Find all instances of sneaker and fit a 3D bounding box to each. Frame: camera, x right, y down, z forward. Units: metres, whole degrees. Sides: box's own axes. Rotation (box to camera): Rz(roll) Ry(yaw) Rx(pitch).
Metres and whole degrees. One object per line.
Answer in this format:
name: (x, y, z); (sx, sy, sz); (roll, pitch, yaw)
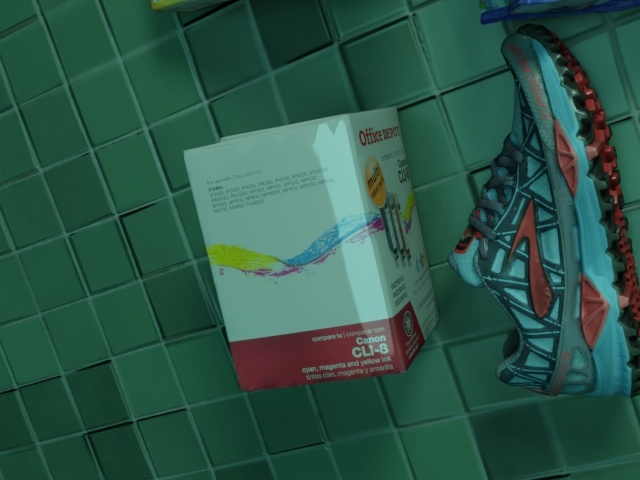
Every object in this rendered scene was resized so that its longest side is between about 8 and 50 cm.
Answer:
sneaker: (0.141, -0.011, 0.540); (0.125, 0.104, 0.262); (-10, 97, 24)

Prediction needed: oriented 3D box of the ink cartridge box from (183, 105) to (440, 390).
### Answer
ink cartridge box: (0.000, 0.000, 0.580); (0.127, 0.128, 0.176); (-10, 98, 22)

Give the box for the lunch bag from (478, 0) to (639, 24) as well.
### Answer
lunch bag: (0.173, -0.210, 0.493); (0.151, 0.096, 0.129); (-9, 99, -8)

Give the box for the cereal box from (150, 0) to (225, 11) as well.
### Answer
cereal box: (-0.043, -0.265, 0.540); (0.240, 0.047, 0.173); (0, 101, 44)
